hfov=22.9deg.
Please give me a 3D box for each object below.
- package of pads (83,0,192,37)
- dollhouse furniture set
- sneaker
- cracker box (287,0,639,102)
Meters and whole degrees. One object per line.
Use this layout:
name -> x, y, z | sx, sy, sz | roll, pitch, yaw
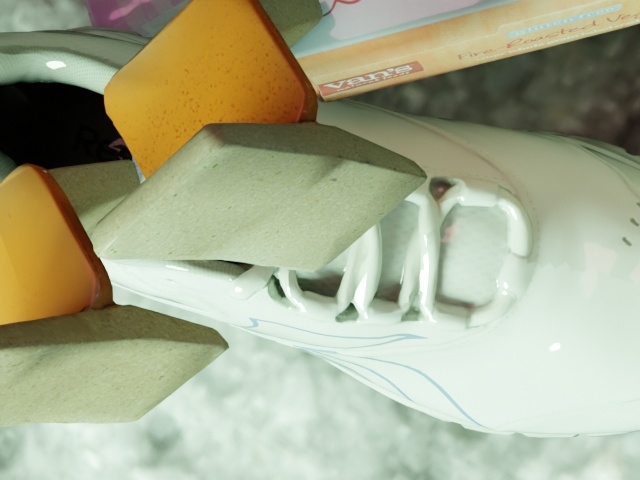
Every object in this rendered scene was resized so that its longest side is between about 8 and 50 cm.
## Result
package of pads -> -0.056, -0.111, 0.605 | 0.083, 0.032, 0.050 | -28, 78, 14
dollhouse furniture set -> -0.146, -0.060, 0.420 | 0.259, 0.135, 0.262 | -39, 70, 24
sneaker -> 0.000, 0.000, 0.513 | 0.297, 0.129, 0.111 | 14, 94, 13
cracker box -> 0.044, -0.171, 0.454 | 0.155, 0.067, 0.232 | -13, 81, 9
